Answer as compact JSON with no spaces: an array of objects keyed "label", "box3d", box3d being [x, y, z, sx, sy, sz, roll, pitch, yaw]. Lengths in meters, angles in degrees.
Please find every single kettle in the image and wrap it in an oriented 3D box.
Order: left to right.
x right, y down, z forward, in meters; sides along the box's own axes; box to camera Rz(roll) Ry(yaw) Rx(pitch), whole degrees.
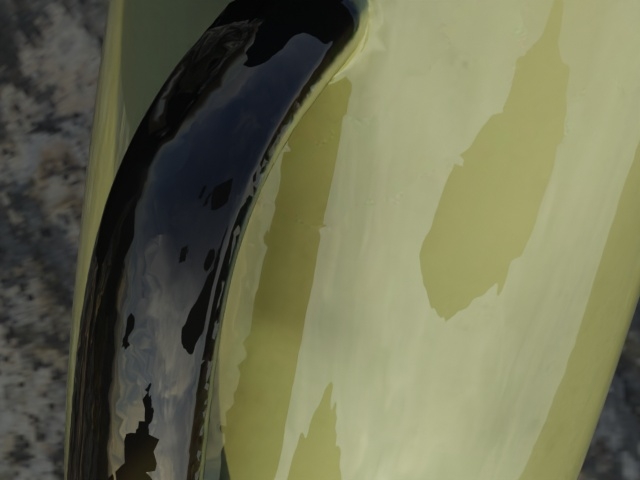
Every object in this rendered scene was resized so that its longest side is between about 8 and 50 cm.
[{"label":"kettle","box3d":[0.000,0.000,0.464,0.240,0.165,0.255,-32,139,-63]}]
